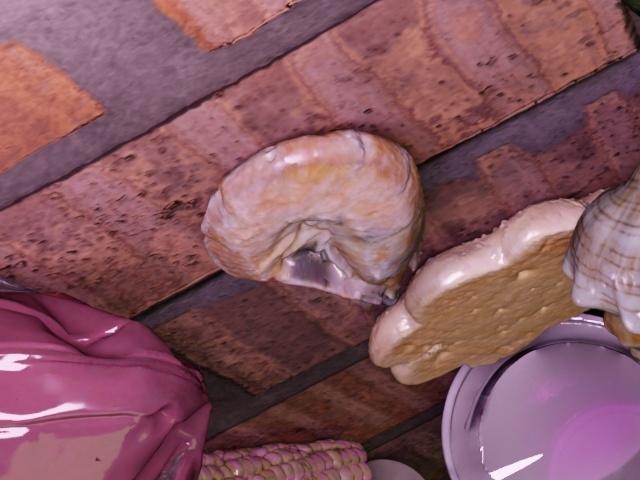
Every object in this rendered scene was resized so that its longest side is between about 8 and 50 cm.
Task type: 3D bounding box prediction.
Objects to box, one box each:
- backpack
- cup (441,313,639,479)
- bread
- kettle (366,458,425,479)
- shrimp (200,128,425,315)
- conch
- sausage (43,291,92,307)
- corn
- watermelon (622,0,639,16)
[{"bbox_3d":[-0.234,0.122,1.272,0.317,0.197,0.283,-8,154,-7],"label":"backpack"},{"bbox_3d":[0.265,0.245,2.042,0.253,0.253,0.371,-24,160,-2],"label":"cup"},{"bbox_3d":[0.183,0.040,1.741,0.316,0.054,0.316,-22,160,-9],"label":"bread"},{"bbox_3d":[0.020,0.362,2.254,0.211,0.160,0.243,12,141,-11],"label":"kettle"},{"bbox_3d":[0.000,0.000,1.438,0.168,0.077,0.317,-14,155,0],"label":"shrimp"},{"bbox_3d":[0.313,-0.021,1.522,0.203,0.169,0.386,-36,158,-36],"label":"conch"},{"bbox_3d":[-0.192,0.072,1.404,0.054,0.059,0.094,-40,153,4],"label":"sausage"},{"bbox_3d":[-0.078,0.267,1.929,0.335,0.126,0.127,-4,152,-50],"label":"corn"},{"bbox_3d":[0.270,-0.193,1.263,0.129,0.123,0.301,-59,154,0],"label":"watermelon"}]
